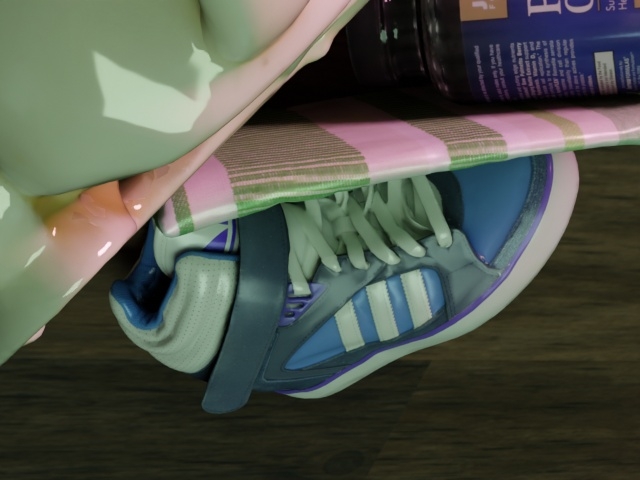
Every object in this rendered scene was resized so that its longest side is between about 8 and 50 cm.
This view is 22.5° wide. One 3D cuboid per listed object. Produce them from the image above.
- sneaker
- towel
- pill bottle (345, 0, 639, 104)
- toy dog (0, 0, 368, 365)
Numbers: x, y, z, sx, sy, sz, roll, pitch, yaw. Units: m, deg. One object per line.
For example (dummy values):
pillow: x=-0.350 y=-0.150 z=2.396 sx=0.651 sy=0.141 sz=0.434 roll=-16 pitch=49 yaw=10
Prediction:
sneaker: x=0.000 y=0.000 z=1.149 sx=0.323 sy=0.130 sz=0.236 roll=-37 pitch=142 yaw=28
towel: x=0.039 y=-0.062 z=1.035 sx=0.325 sy=0.248 sz=0.038 roll=-9 pitch=103 yaw=-11
pill bottle: x=0.131 y=-0.148 z=1.006 sx=0.219 sy=0.122 sz=0.123 roll=-3 pitch=142 yaw=13
toy dog: x=-0.195 y=-0.176 z=0.703 sx=0.284 sy=0.408 sz=0.395 roll=-47 pitch=-177 yaw=-6
